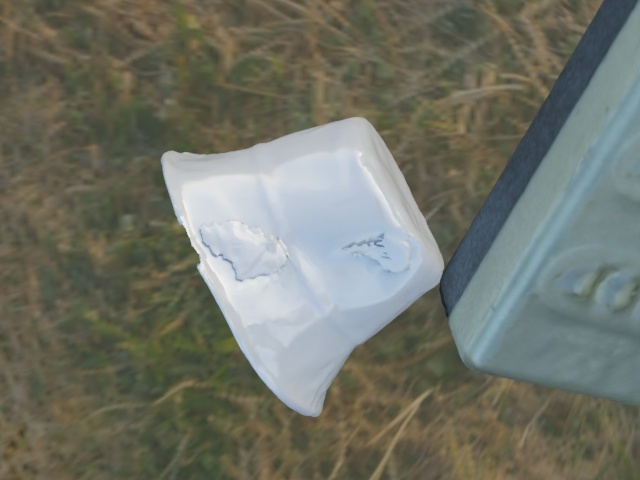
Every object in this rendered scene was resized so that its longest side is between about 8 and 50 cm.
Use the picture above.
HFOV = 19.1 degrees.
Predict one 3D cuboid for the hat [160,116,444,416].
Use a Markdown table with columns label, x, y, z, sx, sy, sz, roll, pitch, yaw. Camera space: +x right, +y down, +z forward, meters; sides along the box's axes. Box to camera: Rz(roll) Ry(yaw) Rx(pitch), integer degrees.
| label | x | y | z | sx | sy | sz | roll | pitch | yaw |
| --- | --- | --- | --- | --- | --- | --- | --- | --- | --- |
| hat | 0.000 | 0.000 | 1.194 | 0.126 | 0.203 | 0.203 | -28 | 88 | 7 |

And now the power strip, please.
| label | x | y | z | sx | sy | sz | roll | pitch | yaw |
| --- | --- | --- | --- | --- | --- | --- | --- | --- | --- |
| power strip | 0.147 | -0.035 | 0.803 | 0.105 | 0.070 | 0.257 | 14 | 126 | -21 |
